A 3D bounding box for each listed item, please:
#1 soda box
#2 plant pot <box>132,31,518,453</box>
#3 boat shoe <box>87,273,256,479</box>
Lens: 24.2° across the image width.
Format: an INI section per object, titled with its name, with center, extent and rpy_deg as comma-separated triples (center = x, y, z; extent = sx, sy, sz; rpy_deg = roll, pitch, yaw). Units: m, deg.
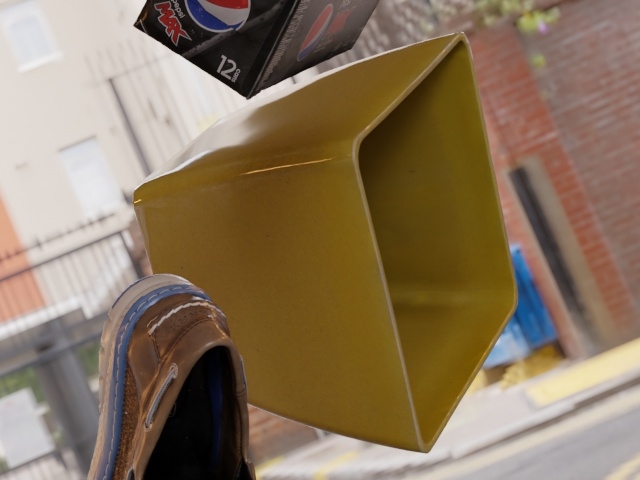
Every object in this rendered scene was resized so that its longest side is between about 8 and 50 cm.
[soda box]
center = -0.018, -0.111, 0.661
extent = 0.053, 0.060, 0.169
rpy_deg = -59, -6, 20
[plant pot]
center = 0.000, 0.000, 1.009
extent = 0.187, 0.212, 0.212
rpy_deg = -3, 24, 27
[boat shoe]
center = -0.063, 0.110, 0.642
extent = 0.066, 0.183, 0.066
rpy_deg = -13, 26, -27
